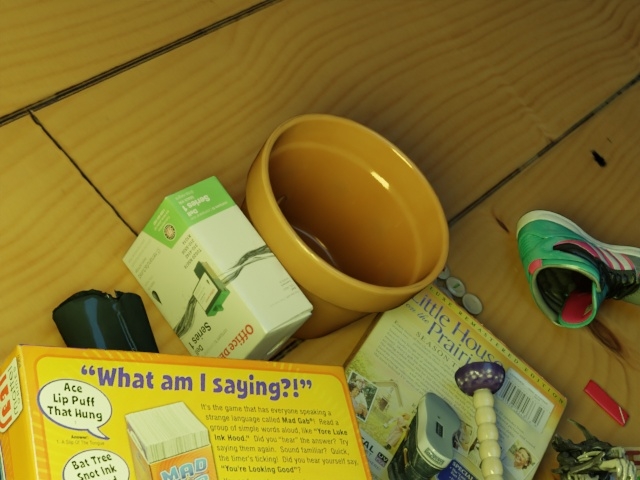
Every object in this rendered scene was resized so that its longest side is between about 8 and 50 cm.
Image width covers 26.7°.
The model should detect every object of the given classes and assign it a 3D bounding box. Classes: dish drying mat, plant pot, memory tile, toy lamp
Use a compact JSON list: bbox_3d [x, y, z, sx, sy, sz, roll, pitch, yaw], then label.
[{"bbox_3d":[0.449,0.254,2.115,0.083,0.008,0.032,44,43,2],"label":"dish drying mat"},{"bbox_3d":[0.000,0.000,1.842,0.290,0.203,0.291,21,46,-24],"label":"plant pot"},{"bbox_3d":[0.175,0.092,2.041,0.113,0.012,0.148,51,43,9],"label":"memory tile"},{"bbox_3d":[0.227,0.293,1.769,0.080,0.080,0.275,17,52,-26],"label":"toy lamp"}]

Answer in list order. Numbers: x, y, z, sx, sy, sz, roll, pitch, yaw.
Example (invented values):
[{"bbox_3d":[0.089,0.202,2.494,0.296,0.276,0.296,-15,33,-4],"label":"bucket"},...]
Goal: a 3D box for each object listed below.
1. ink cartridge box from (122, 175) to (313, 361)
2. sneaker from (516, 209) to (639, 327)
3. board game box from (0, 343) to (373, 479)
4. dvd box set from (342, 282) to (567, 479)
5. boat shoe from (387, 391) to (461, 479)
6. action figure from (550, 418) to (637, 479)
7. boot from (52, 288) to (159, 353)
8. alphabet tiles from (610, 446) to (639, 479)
[{"bbox_3d":[-0.134,0.056,1.731,0.092,0.160,0.219,-27,74,-42],"label":"ink cartridge box"},{"bbox_3d":[0.449,0.075,2.171,0.295,0.124,0.178,23,41,-10],"label":"sneaker"},{"bbox_3d":[-0.170,0.350,1.321,0.356,0.356,0.356,7,53,-32],"label":"board game box"},{"bbox_3d":[0.147,0.265,1.835,0.307,0.062,0.420,40,44,-3],"label":"dvd box set"},{"bbox_3d":[0.128,0.262,1.740,0.065,0.083,0.183,41,18,-3],"label":"boat shoe"},{"bbox_3d":[0.394,0.367,1.872,0.164,0.141,0.276,47,40,-36],"label":"action figure"},{"bbox_3d":[-0.273,0.167,1.584,0.246,0.094,0.207,-12,68,-49],"label":"boot"},{"bbox_3d":[0.494,0.397,1.942,0.198,0.009,0.237,-3,48,10],"label":"alphabet tiles"}]
